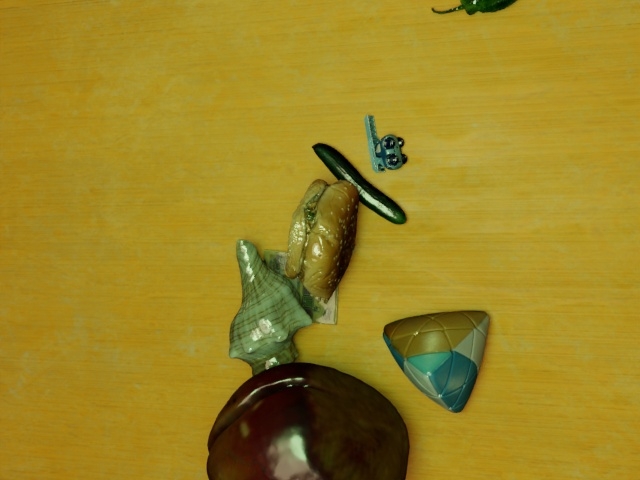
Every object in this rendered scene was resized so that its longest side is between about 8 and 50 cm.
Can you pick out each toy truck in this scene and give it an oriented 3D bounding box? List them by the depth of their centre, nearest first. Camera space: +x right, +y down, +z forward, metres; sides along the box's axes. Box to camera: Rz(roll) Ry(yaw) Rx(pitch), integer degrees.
[{"bbox_3d":[0.146,-0.224,1.656,0.074,0.063,0.136,-9,90,35],"label":"toy truck"}]

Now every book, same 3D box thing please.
[{"bbox_3d":[-0.050,0.112,1.761,0.192,0.013,0.168,4,96,14],"label":"book"}]

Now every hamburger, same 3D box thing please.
[{"bbox_3d":[0.000,0.000,1.619,0.146,0.243,0.286,17,102,10],"label":"hamburger"}]

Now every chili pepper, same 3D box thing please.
[{"bbox_3d":[0.376,-0.556,1.558,0.279,0.065,0.122,-43,82,15],"label":"chili pepper"}]

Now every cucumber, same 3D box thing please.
[{"bbox_3d":[0.085,-0.131,1.681,0.284,0.056,0.056,42,104,9],"label":"cucumber"}]

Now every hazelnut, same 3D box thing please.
[{"bbox_3d":[-0.018,0.472,1.571,0.402,0.429,0.402,-22,57,40],"label":"hazelnut"}]

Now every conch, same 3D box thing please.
[{"bbox_3d":[-0.122,0.193,1.695,0.203,0.169,0.386,-10,109,-8],"label":"conch"}]

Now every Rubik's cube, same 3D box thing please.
[{"bbox_3d":[0.297,0.265,1.630,0.254,0.254,0.254,1,95,15],"label":"Rubik's cube"}]
